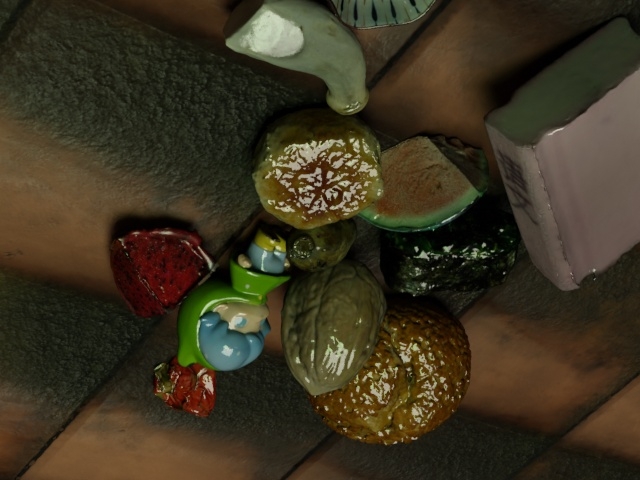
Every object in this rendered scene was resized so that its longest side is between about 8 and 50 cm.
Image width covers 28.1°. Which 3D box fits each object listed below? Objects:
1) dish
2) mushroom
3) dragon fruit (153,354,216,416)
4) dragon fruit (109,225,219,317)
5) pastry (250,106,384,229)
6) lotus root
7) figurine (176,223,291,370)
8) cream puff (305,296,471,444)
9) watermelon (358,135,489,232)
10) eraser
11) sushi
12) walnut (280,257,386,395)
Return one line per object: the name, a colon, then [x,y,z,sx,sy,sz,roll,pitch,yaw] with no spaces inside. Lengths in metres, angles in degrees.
dish: [0.081,-0.365,1.661,0.191,0.066,0.190,-11,140,-10]
mushroom: [-0.008,-0.255,1.723,0.118,0.103,0.270,-36,140,25]
dragon fruit: [-0.234,0.262,2.213,0.106,0.083,0.162,-3,138,-13]
dragon fruit: [-0.256,0.030,1.966,0.127,0.120,0.161,-4,126,49]
pastry: [-0.005,-0.109,1.877,0.193,0.093,0.182,-15,128,0]
lotus root: [0.000,0.000,1.982,0.089,0.080,0.179,-59,165,22]
figurine: [-0.130,0.094,2.031,0.162,0.143,0.263,1,124,-60]
cream puff: [0.121,0.241,2.216,0.303,0.212,0.303,-6,138,-6]
watermelon: [0.156,-0.060,1.953,0.231,0.146,0.128,-27,138,9]
eraser: [0.414,-0.122,1.952,0.272,0.122,0.359,-38,139,-8]
sushi: [0.207,0.006,2.059,0.225,0.124,0.127,-2,136,-9]
walnut: [0.015,0.136,2.046,0.178,0.230,0.178,13,164,4]
